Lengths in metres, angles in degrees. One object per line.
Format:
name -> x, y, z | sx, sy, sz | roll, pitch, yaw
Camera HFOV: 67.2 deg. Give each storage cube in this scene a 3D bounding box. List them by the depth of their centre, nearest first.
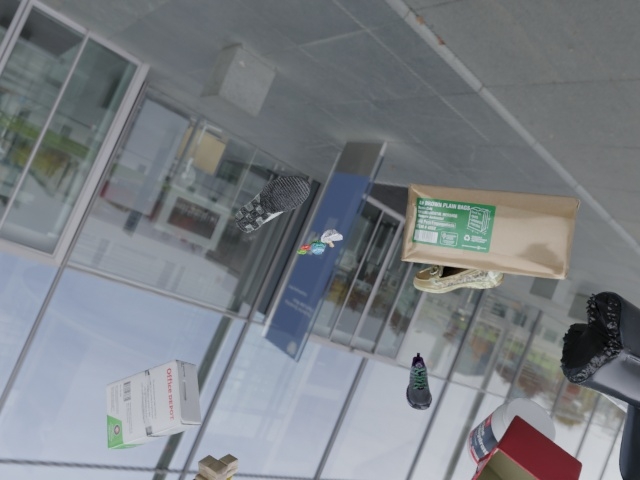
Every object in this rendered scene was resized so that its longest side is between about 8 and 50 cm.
storage cube -> 0.499, 0.593, 1.189 | 0.215, 0.184, 0.193 | 34, -155, 26

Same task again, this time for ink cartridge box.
ink cartridge box -> -0.550, 0.543, 1.591 | 0.289, 0.211, 0.121 | -21, 152, 14

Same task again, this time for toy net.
toy net -> 0.000, 0.000, 1.840 | 0.122, 0.045, 0.232 | 6, 157, -25

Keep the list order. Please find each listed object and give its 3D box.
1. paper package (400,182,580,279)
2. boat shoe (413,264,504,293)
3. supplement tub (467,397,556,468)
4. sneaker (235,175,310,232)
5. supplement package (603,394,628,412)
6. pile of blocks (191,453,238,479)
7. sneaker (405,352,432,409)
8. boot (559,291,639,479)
paper package -> 0.362, -0.025, 1.067 | 0.324, 0.168, 0.309 | 7, -177, 17
boat shoe -> 0.413, 0.095, 1.487 | 0.285, 0.105, 0.089 | -10, 121, 34
supplement tub -> 0.634, 0.668, 1.619 | 0.191, 0.191, 0.272 | 23, 133, 3
sneaker -> -0.155, -0.152, 1.726 | 0.123, 0.330, 0.146 | 59, -147, -9
supplement package -> 0.734, 0.308, 1.051 | 0.204, 0.145, 0.262 | 41, 176, 33
pile of blocks -> -0.365, 0.773, 1.362 | 0.112, 0.362, 0.149 | 9, 140, 39
sneaker -> 0.321, 0.463, 1.596 | 0.083, 0.098, 0.224 | -4, -165, 8
boot -> 0.408, 0.211, 0.648 | 0.207, 0.247, 0.094 | 22, 180, -12
